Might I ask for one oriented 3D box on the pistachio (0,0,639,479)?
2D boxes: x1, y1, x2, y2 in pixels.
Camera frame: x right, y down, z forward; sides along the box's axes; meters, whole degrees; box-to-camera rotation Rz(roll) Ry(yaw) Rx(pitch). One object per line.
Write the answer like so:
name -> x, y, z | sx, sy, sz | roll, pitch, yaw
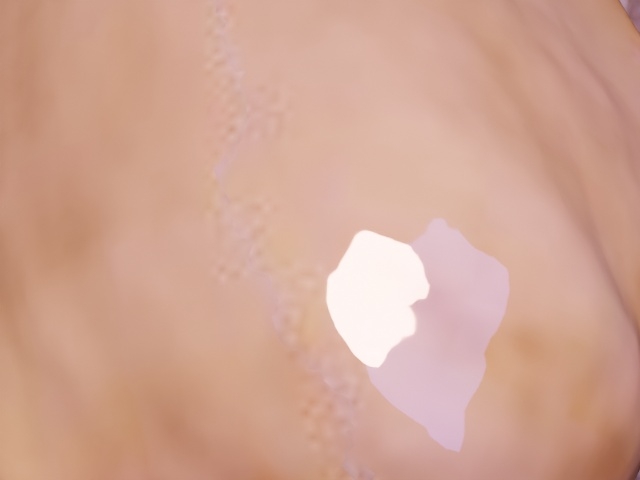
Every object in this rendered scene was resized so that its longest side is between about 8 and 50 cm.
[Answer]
pistachio -> 0.000, 0.000, 0.481 | 0.238, 0.229, 0.321 | -3, 67, -14
